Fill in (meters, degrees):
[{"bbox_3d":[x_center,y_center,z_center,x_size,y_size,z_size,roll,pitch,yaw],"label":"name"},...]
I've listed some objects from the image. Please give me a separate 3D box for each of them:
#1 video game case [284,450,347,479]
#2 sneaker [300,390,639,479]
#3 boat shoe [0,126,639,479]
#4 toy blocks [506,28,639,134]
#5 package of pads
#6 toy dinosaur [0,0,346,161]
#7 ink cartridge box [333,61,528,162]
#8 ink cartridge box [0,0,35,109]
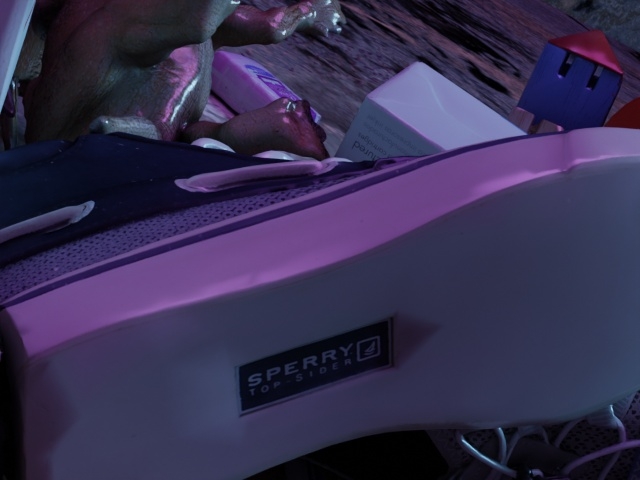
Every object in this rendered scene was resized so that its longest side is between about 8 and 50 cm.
[{"bbox_3d":[0.037,0.122,0.797,0.122,0.011,0.087,29,17,-13],"label":"video game case"},{"bbox_3d":[0.079,0.090,0.759,0.281,0.105,0.115,12,34,8],"label":"sneaker"},{"bbox_3d":[0.000,0.000,0.687,0.340,0.127,0.158,-11,33,-24],"label":"boat shoe"},{"bbox_3d":[0.228,0.004,0.952,0.381,0.261,0.191,25,-3,7],"label":"toy blocks"},{"bbox_3d":[-0.044,-0.104,1.271,0.050,0.032,0.083,7,30,-52],"label":"package of pads"},{"bbox_3d":[-0.105,-0.078,0.861,0.127,0.200,0.296,56,19,-29],"label":"toy dinosaur"},{"bbox_3d":[0.039,0.018,0.846,0.104,0.181,0.061,36,36,11],"label":"ink cartridge box"},{"bbox_3d":[-0.209,-0.118,0.651,0.353,0.119,0.207,17,17,-11],"label":"ink cartridge box"}]
